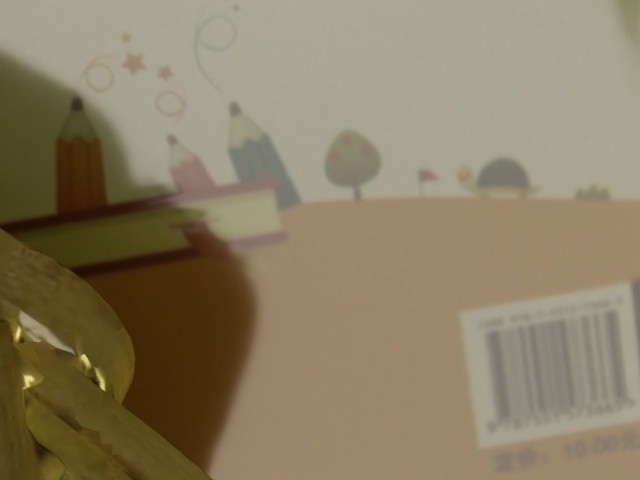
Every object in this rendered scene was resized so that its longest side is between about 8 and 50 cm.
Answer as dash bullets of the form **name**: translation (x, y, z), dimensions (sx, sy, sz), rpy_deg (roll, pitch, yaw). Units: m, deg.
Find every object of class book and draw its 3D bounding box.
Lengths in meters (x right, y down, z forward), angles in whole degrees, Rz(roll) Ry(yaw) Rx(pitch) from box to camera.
- **book**: translation (-0.002, -0.051, 0.459), dimensions (0.207, 0.020, 0.295), rpy_deg (-10, 106, -3)

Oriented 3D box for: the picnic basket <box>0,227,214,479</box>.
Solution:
- **picnic basket**: translation (-0.173, 0.079, 0.400), dimensions (0.313, 0.175, 0.228), rpy_deg (38, 141, -1)
